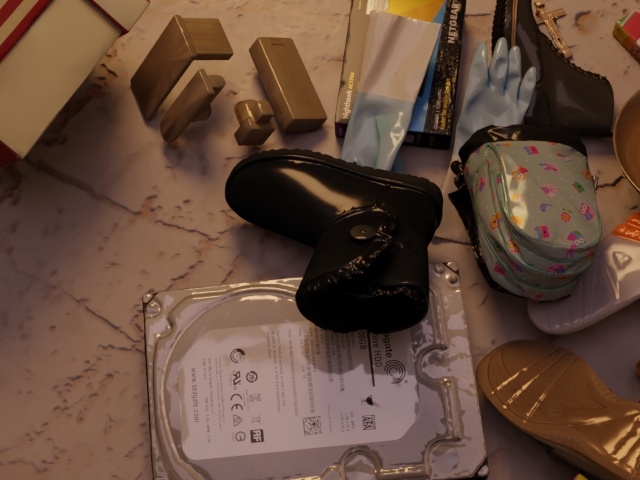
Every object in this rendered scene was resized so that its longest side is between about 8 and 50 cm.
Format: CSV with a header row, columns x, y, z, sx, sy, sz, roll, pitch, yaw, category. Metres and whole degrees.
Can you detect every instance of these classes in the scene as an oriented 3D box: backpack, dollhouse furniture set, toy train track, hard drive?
x,y,z,sx,sy,sz,roll,pitch,yaw,category
0.217,-0.030,1.368,0.152,0.115,0.182,1,55,-6,backpack
-0.107,-0.162,1.527,0.151,0.123,0.144,-6,63,-39,dollhouse furniture set
0.273,-0.249,1.559,0.048,0.014,0.083,-21,70,-7,toy train track
-0.009,0.153,1.380,0.338,0.064,0.237,-5,68,-1,hard drive

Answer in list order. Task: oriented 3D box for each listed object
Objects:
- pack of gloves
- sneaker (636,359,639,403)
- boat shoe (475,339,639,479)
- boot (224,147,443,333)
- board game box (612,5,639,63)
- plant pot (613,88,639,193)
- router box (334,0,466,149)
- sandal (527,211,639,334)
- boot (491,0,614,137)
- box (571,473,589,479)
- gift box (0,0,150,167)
x,y,z,sx,sy,sz,roll,pitch,yaw,category
0.125,-0.122,1.448,0.195,0.046,0.232,12,91,5,pack of gloves
0.379,0.131,1.364,0.092,0.088,0.225,38,74,16,sneaker
0.264,0.189,1.306,0.103,0.092,0.285,-40,38,-19,boat shoe
0.000,0.000,1.362,0.246,0.094,0.207,9,34,8,boot
0.465,-0.184,1.519,0.124,0.039,0.259,-34,74,-10,board game box
0.429,-0.091,1.419,0.236,0.032,0.236,-2,50,2,plant pot
0.092,-0.198,1.525,0.133,0.046,0.179,6,69,4,router box
0.339,0.032,1.414,0.265,0.076,0.102,-27,51,-4,sandal
0.268,-0.205,1.517,0.137,0.077,0.198,1,81,-3,boot
0.283,0.382,1.250,0.243,0.117,0.213,33,73,14,box
-0.369,-0.245,1.425,0.255,0.276,0.258,44,70,-25,gift box
